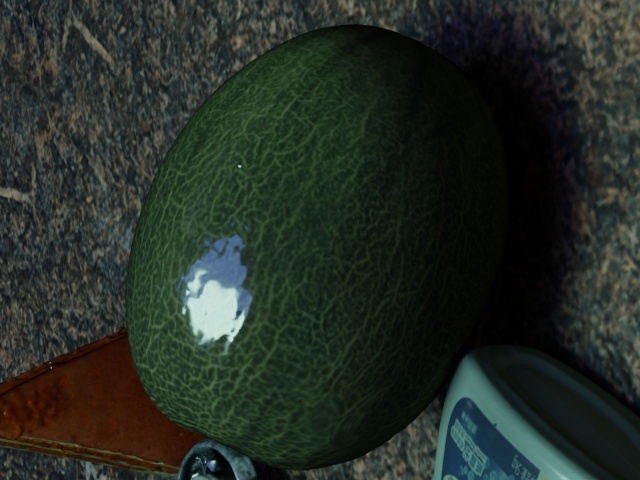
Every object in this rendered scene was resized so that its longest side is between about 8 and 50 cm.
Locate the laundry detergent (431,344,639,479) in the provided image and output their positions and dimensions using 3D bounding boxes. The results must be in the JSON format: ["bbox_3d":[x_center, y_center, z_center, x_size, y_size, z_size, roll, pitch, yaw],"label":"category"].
[{"bbox_3d":[0.126,0.230,1.044,0.215,0.105,0.280,43,127,46],"label":"laundry detergent"}]

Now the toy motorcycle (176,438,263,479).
[{"bbox_3d":[-0.026,0.310,1.269,0.341,0.108,0.223,39,117,40],"label":"toy motorcycle"}]

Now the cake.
[{"bbox_3d":[-0.196,0.169,1.406,0.158,0.262,0.159,-17,97,60],"label":"cake"}]

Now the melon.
[{"bbox_3d":[0.000,0.000,1.081,0.237,0.237,0.301,16,78,55],"label":"melon"}]
